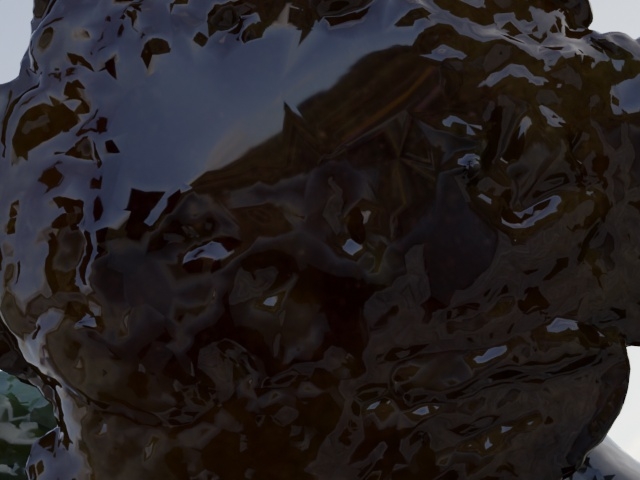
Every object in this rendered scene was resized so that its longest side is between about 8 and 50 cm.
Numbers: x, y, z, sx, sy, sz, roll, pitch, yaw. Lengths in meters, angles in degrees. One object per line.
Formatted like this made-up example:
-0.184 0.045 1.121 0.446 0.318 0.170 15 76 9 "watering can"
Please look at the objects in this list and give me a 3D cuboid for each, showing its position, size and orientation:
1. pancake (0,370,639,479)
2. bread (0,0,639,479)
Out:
0.028 0.155 0.665 0.305 0.426 0.067 -20 -25 -30 "pancake"
0.001 -0.013 0.603 0.247 0.232 0.135 -26 -7 6 "bread"
